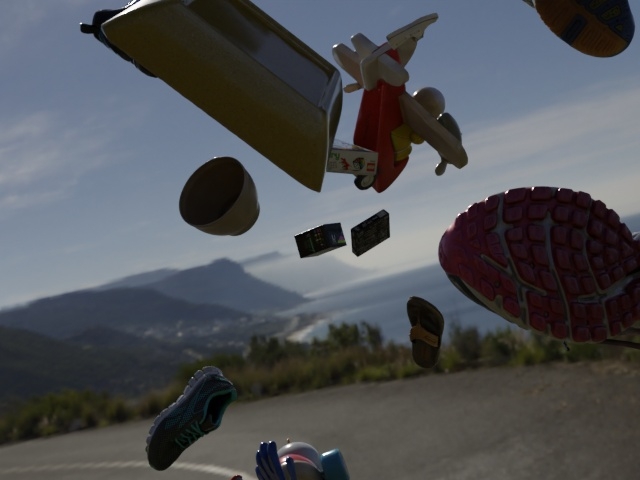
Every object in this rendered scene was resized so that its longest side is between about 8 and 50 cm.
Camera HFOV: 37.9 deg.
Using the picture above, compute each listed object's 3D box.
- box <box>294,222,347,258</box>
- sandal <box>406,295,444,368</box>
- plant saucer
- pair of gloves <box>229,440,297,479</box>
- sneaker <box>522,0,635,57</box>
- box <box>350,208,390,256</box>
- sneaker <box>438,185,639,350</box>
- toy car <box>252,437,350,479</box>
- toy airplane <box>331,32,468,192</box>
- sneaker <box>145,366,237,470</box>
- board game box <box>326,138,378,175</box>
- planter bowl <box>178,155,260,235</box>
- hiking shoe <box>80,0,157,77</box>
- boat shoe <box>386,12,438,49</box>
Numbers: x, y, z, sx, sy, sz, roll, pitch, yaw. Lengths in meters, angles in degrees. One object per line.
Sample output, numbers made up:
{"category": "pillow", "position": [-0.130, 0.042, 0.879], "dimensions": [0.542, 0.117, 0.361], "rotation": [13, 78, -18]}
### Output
{"category": "box", "position": [0.000, 0.000, 1.917], "dimensions": [0.083, 0.052, 0.062], "rotation": [-22, -9, 37]}
{"category": "sandal", "position": [0.192, 0.181, 1.752], "dimensions": [0.072, 0.180, 0.049], "rotation": [14, 41, 23]}
{"category": "plant saucer", "position": [-0.095, -0.243, 1.257], "dimensions": [0.081, 0.333, 0.333], "rotation": [-50, 11, 21]}
{"category": "pair of gloves", "position": [-0.081, 0.391, 1.361], "dimensions": [0.023, 0.159, 0.198], "rotation": [-2, -37, -39]}
{"category": "sneaker", "position": [0.345, -0.363, 1.329], "dimensions": [0.112, 0.296, 0.131], "rotation": [-48, -29, 21]}
{"category": "box", "position": [0.097, -0.014, 1.792], "dimensions": [0.083, 0.018, 0.067], "rotation": [-31, -39, -22]}
{"category": "sneaker", "position": [0.213, 0.037, 0.768], "dimensions": [0.299, 0.121, 0.112], "rotation": [12, -18, -33]}
{"category": "toy car", "position": [-0.038, 0.515, 1.963], "dimensions": [0.219, 0.210, 0.238], "rotation": [-22, 15, 2]}
{"category": "toy airplane", "position": [0.183, -0.325, 2.201], "dimensions": [0.272, 0.386, 0.384], "rotation": [-19, 3, -29]}
{"category": "sneaker", "position": [-0.181, 0.256, 1.319], "dimensions": [0.076, 0.166, 0.065], "rotation": [17, -23, 48]}
{"category": "board game box", "position": [-0.014, -0.192, 2.039], "dimensions": [0.193, 0.053, 0.305], "rotation": [3, 11, -17]}
{"category": "planter bowl", "position": [-0.189, -0.075, 1.891], "dimensions": [0.162, 0.162, 0.109], "rotation": [-15, -35, 28]}
{"category": "hiking shoe", "position": [-0.245, -0.352, 1.486], "dimensions": [0.132, 0.113, 0.304], "rotation": [28, 25, 8]}
{"category": "boat shoe", "position": [0.168, -0.370, 1.658], "dimensions": [0.100, 0.035, 0.035], "rotation": [-26, 1, 2]}
